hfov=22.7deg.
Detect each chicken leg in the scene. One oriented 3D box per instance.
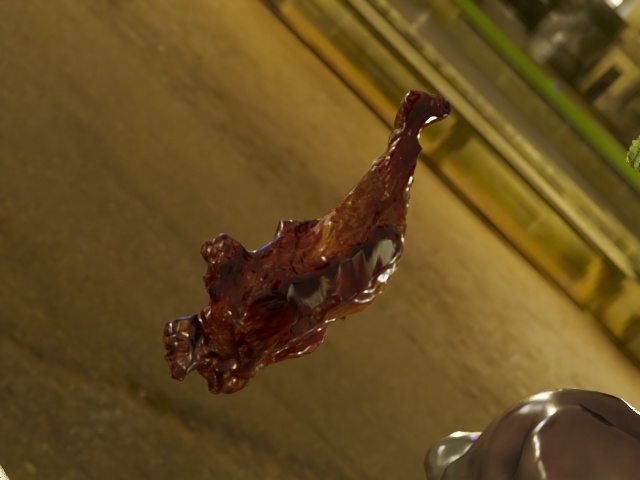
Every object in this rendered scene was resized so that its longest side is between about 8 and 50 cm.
[{"bbox_3d":[0.001,0.006,0.848,0.048,0.219,0.089,23,-37,48],"label":"chicken leg"}]

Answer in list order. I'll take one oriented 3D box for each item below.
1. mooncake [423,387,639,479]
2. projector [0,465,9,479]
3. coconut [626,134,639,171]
[{"bbox_3d":[0.144,0.255,0.655,0.351,0.212,0.381,23,58,-5],"label":"mooncake"},{"bbox_3d":[-0.320,0.142,0.788,0.249,0.249,0.248,65,26,-25],"label":"projector"},{"bbox_3d":[0.252,-0.008,0.943,0.055,0.133,0.158,-70,153,-69],"label":"coconut"}]
